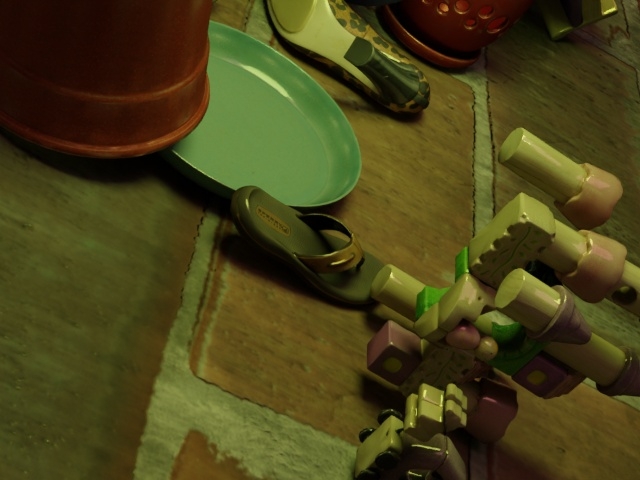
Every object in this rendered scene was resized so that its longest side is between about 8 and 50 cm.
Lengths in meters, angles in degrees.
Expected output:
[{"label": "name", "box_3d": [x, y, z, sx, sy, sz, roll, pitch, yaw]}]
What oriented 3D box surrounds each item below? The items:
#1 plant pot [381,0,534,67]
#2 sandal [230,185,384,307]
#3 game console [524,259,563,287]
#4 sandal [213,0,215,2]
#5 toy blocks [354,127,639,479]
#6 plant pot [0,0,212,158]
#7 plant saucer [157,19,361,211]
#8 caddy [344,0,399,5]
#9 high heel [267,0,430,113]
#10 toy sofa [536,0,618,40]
[{"label": "plant pot", "box_3d": [0.197, -0.354, 2.043, 0.191, 0.174, 0.191, 23, 35, -17]}, {"label": "sandal", "box_3d": [0.000, 0.000, 1.519, 0.219, 0.060, 0.090, 35, 36, -28]}, {"label": "game console", "box_3d": [0.235, 0.055, 1.726, 0.107, 0.071, 0.122, 61, 30, -17]}, {"label": "sandal", "box_3d": [-0.174, -0.330, 1.674, 0.086, 0.120, 0.303, 45, 7, 17]}, {"label": "toy blocks", "box_3d": [0.219, 0.113, 1.402, 0.260, 0.288, 0.309, 31, 34, -17]}, {"label": "plant pot", "box_3d": [-0.218, -0.272, 1.446, 0.272, 0.265, 0.272, 11, 43, -10]}, {"label": "plant saucer", "box_3d": [-0.099, -0.141, 1.644, 0.317, 0.044, 0.318, 23, 36, -18]}, {"label": "caddy", "box_3d": [0.023, -0.467, 1.902, 0.341, 0.179, 0.241, 24, 73, 24]}, {"label": "high heel", "box_3d": [0.034, -0.262, 1.905, 0.261, 0.093, 0.186, 45, 9, 37]}, {"label": "toy sofa", "box_3d": [0.345, -0.449, 2.185, 0.362, 0.177, 0.150, 53, 16, -69]}]
